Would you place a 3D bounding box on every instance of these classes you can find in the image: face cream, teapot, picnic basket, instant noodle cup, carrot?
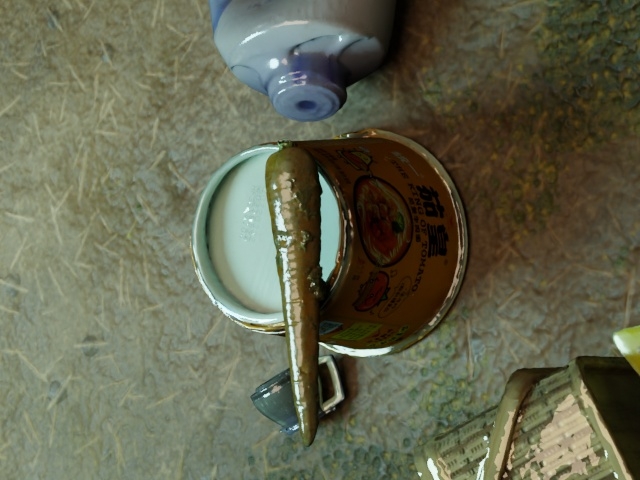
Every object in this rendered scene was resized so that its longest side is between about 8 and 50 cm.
[{"bbox_3d":[-0.018,-0.314,1.545,0.235,0.137,0.420,-17,66,32],"label":"face cream"},{"bbox_3d":[-0.017,0.145,1.522,0.088,0.066,0.057,-31,89,5],"label":"teapot"},{"bbox_3d":[0.224,0.255,1.256,0.175,0.228,0.313,-33,70,24],"label":"picnic basket"},{"bbox_3d":[0.000,0.000,1.451,0.215,0.172,0.216,-2,87,33],"label":"instant noodle cup"},{"bbox_3d":[-0.017,0.043,1.333,0.049,0.049,0.254,-4,89,32],"label":"carrot"}]

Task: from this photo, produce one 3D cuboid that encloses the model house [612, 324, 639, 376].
[{"bbox_3d":[0.371,0.054,1.169,0.313,0.242,0.358,19,102,36],"label":"model house"}]
